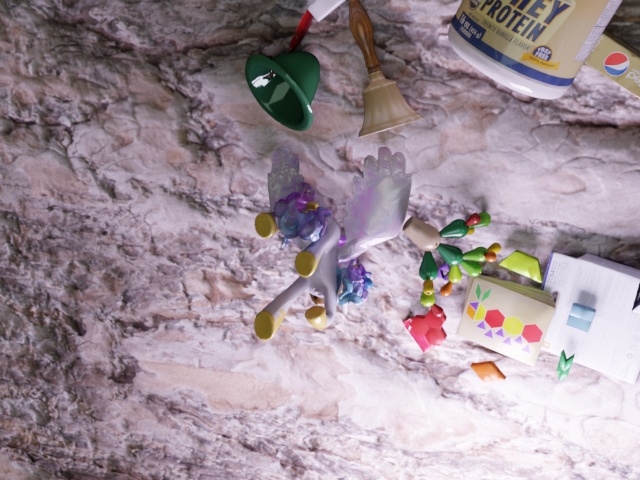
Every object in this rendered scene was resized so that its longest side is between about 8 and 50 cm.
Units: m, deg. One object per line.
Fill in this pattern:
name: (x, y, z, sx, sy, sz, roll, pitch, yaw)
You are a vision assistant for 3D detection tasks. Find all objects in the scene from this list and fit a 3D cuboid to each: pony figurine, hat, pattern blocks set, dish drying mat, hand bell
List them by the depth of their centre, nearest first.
hand bell: (0.095, -0.322, 1.658, 0.126, 0.126, 0.242, -15, 96, 22)
hat: (-0.022, -0.336, 1.713, 0.173, 0.183, 0.208, 44, 160, 1)
pony figurine: (0.000, 0.000, 1.717, 0.302, 0.363, 0.351, 4, 99, 23)
pattern blocks set: (0.363, 0.153, 1.794, 0.324, 0.026, 0.286, 30, 115, 15)
dish drying mat: (0.207, 0.198, 1.900, 0.032, 0.008, 0.083, -30, 103, 25)

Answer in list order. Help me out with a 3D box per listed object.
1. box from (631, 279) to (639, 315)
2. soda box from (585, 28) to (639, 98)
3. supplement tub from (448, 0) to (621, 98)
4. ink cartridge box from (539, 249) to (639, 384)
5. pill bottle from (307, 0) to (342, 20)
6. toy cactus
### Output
box: (0.670, -0.049, 1.412, 0.178, 0.313, 0.343, 25, 148, 5)
soda box: (0.529, -0.296, 1.547, 0.181, 0.061, 0.058, 34, 119, -1)
supplement tub: (0.369, -0.414, 1.446, 0.228, 0.228, 0.316, 28, 118, 2)
ink cartridge box: (0.534, 0.142, 1.749, 0.223, 0.045, 0.223, 20, 118, 21)
pill bottle: (-0.036, -0.523, 1.557, 0.153, 0.153, 0.265, -33, 102, 26)
toy cactus: (0.236, 0.023, 1.725, 0.180, 0.112, 0.219, 35, 99, -14)
